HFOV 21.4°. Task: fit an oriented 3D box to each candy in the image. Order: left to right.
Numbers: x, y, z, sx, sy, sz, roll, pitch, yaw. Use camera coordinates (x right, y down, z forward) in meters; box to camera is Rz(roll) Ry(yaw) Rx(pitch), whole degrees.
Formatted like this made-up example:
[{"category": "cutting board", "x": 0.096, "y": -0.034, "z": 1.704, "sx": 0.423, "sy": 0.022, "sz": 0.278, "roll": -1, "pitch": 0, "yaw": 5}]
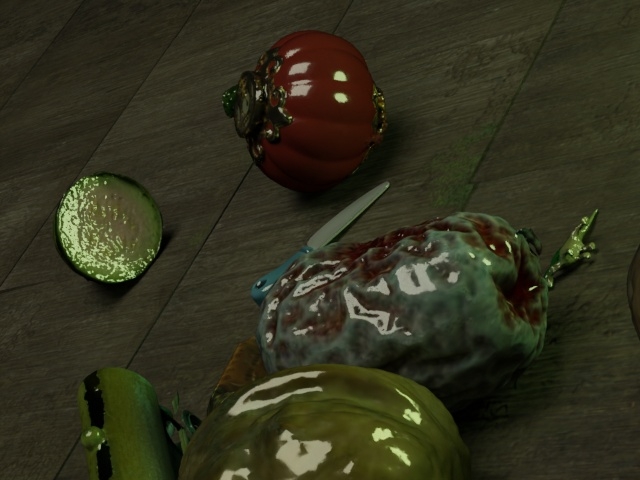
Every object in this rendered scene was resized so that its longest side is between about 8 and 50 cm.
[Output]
[{"category": "candy", "x": -0.077, "y": 0.187, "z": 1.875, "sx": 0.271, "sy": 0.101, "sz": 0.143, "roll": -54, "pitch": -13, "yaw": -69}]

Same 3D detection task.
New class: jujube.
[{"category": "jujube", "x": 0.089, "y": 0.086, "z": 1.793, "sx": 0.317, "sy": 0.226, "sz": 0.226, "roll": -21, "pitch": 32, "yaw": 28}]

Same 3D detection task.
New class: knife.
[{"category": "knife", "x": -0.001, "y": 0.000, "z": 2.239, "sx": 0.244, "sy": 0.032, "sz": 0.058, "roll": -45, "pitch": 19, "yaw": -20}]

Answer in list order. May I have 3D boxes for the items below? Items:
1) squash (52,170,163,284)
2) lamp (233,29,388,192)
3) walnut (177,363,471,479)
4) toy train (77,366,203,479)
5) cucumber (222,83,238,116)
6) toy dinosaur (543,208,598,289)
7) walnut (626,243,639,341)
[{"category": "squash", "x": -0.329, "y": -0.017, "z": 2.536, "sx": 0.170, "sy": 0.170, "sz": 0.123, "roll": -48, "pitch": 16, "yaw": -17}, {"category": "lamp", "x": -0.009, "y": -0.177, "z": 2.332, "sx": 0.227, "sy": 0.227, "sz": 0.227, "roll": -30, "pitch": 29, "yaw": 18}, {"category": "walnut", "x": 0.005, "y": 0.251, "z": 1.604, "sx": 0.277, "sy": 0.282, "sz": 0.253, "roll": -25, "pitch": 69, "yaw": 13}, {"category": "toy train", "x": -0.184, "y": 0.257, "z": 1.894, "sx": 0.126, "sy": 0.189, "sz": 0.307, "roll": -29, "pitch": 32, "yaw": 5}, {"category": "cucumber", "x": -0.110, "y": -0.245, "z": 2.734, "sx": 0.107, "sy": 0.035, "sz": 0.067, "roll": -20, "pitch": 31, "yaw": 30}, {"category": "toy dinosaur", "x": 0.280, "y": 0.004, "z": 1.885, "sx": 0.060, "sy": 0.029, "sz": 0.119, "roll": -35, "pitch": 19, "yaw": 47}, {"category": "walnut", "x": 0.379, "y": 0.031, "z": 1.532, "sx": 0.224, "sy": 0.224, "sz": 0.224, "roll": -30, "pitch": 29, "yaw": 18}]
